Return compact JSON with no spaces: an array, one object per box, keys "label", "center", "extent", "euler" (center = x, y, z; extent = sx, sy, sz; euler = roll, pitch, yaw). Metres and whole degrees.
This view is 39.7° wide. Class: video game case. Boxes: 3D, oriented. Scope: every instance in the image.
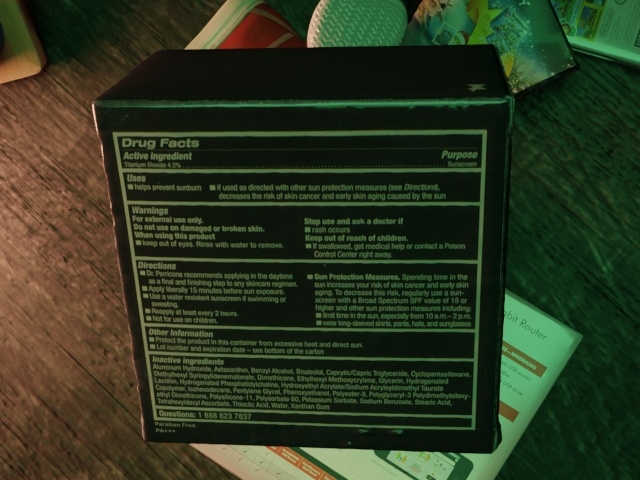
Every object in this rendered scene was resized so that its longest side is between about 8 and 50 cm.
[{"label":"video game case","center":[0.292,-0.308,0.921],"extent":[0.206,0.026,0.227],"euler":[18,90,7]}]

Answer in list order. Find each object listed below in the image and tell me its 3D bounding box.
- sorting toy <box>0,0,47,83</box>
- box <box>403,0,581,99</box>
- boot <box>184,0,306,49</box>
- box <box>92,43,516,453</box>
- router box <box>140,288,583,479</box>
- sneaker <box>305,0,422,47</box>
[{"label":"sorting toy","center":[-0.458,-0.256,0.914],"extent":[0.255,0.089,0.257],"euler":[-13,118,6]},{"label":"box","center":[0.142,-0.244,0.905],"extent":[0.159,0.044,0.233],"euler":[-24,85,22]},{"label":"boot","center":[-0.088,-0.119,0.930],"extent":[0.176,0.088,0.244],"euler":[41,89,5]},{"label":"box","center":[0.000,0.000,0.730],"extent":[0.296,0.183,0.294],"euler":[1,116,6]},{"label":"router box","center":[0.040,0.133,0.902],"extent":[0.335,0.082,0.301],"euler":[32,91,7]},{"label":"sneaker","center":[0.057,-0.240,0.860],"extent":[0.101,0.153,0.269],"euler":[30,72,-3]}]
